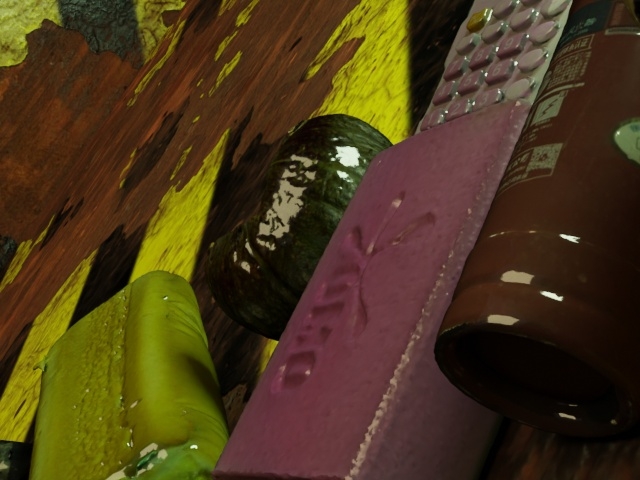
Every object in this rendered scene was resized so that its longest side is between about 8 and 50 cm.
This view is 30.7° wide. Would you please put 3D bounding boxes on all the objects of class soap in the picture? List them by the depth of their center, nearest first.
[{"bbox_3d":[0.050,0.051,0.704,0.181,0.081,0.259,-16,42,60],"label":"soap"}]

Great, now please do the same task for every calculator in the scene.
[{"bbox_3d":[0.157,-0.156,0.885,0.194,0.043,0.294,-10,50,62],"label":"calculator"}]

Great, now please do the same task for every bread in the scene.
[{"bbox_3d":[-0.149,0.152,0.936,0.166,0.112,0.383,-36,22,3],"label":"bread"}]

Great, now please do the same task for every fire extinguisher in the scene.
[{"bbox_3d":[0.164,-0.078,0.597,0.138,0.102,0.344,85,-152,-59],"label":"fire extinguisher"}]

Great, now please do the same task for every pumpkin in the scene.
[{"bbox_3d":[0.000,0.000,0.855,0.183,0.119,0.107,-58,19,5],"label":"pumpkin"}]

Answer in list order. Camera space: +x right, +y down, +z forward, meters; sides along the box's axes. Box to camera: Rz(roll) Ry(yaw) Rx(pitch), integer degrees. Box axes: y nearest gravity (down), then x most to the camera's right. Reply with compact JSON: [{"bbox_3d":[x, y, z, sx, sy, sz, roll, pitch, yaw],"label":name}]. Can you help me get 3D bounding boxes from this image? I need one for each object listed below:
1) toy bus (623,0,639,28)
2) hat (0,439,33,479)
[{"bbox_3d":[0.273,-0.150,0.457,0.289,0.139,0.157,-45,25,14],"label":"toy bus"},{"bbox_3d":[-0.266,0.248,1.037,0.265,0.128,0.265,-44,25,27],"label":"hat"}]
